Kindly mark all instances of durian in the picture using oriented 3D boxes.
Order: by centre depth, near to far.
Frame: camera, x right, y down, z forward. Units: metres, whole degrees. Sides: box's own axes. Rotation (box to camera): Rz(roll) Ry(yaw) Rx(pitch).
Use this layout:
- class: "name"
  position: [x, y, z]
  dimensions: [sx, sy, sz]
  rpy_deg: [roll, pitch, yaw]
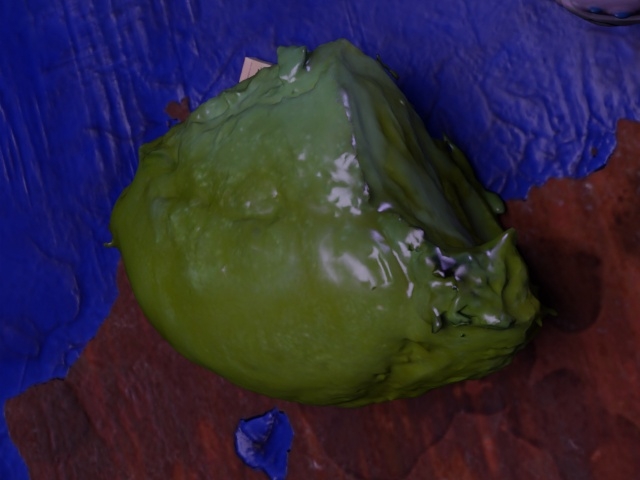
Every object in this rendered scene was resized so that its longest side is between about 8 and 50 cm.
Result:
- class: "durian"
  position: [0.000, 0.000, 1.406]
  dimensions: [0.340, 0.204, 0.256]
  rpy_deg: [-23, 74, 34]

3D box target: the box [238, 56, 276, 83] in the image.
- class: "box"
  position: [-0.042, -0.090, 1.516]
  dimensions: [0.058, 0.015, 0.093]
  rpy_deg: [20, 101, 23]

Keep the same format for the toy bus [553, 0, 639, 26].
- class: "toy bus"
  position: [0.197, -0.245, 1.314]
  dimensions: [0.142, 0.142, 0.202]
  rpy_deg: [0, 92, 22]
